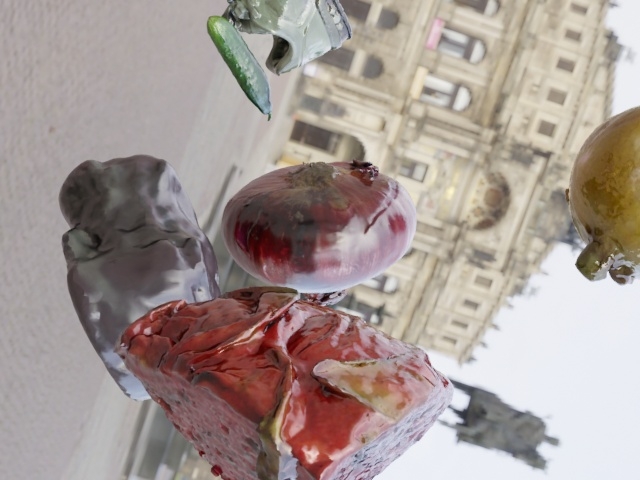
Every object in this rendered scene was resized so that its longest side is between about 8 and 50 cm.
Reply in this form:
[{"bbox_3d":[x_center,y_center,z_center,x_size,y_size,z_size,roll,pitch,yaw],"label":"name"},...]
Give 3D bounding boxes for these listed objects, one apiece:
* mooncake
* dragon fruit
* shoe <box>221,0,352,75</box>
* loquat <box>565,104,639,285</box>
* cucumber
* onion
[{"bbox_3d":[-0.264,0.062,1.529,0.350,0.212,0.381,83,-13,-53],"label":"mooncake"},{"bbox_3d":[-0.067,0.158,0.931,0.240,0.330,0.302,-68,163,-4],"label":"dragon fruit"},{"bbox_3d":[-0.081,-0.340,1.282,0.149,0.293,0.109,-40,-146,-5],"label":"shoe"},{"bbox_3d":[0.563,-0.060,1.654,0.359,0.328,0.328,-42,178,-9],"label":"loquat"},{"bbox_3d":[-0.093,-0.210,1.179,0.155,0.037,0.037,58,31,-34],"label":"cucumber"},{"bbox_3d":[0.000,0.000,1.758,0.347,0.348,0.285,-78,165,-63],"label":"onion"}]
